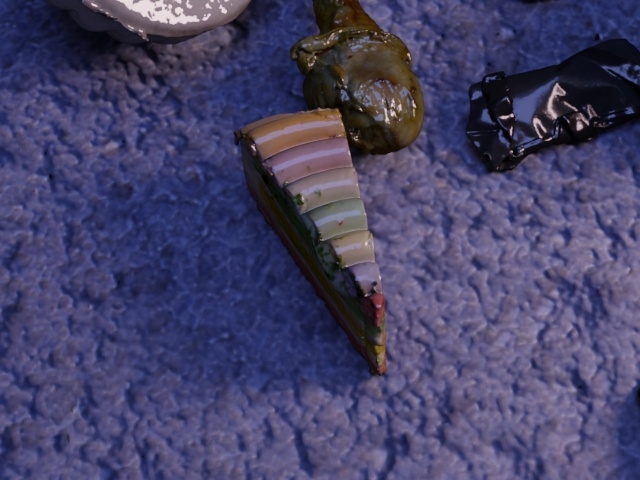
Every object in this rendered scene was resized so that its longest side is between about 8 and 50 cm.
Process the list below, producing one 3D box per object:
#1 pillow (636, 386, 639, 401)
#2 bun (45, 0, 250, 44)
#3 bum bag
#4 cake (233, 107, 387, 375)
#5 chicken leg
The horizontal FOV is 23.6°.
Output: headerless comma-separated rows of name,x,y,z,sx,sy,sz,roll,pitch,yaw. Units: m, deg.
pillow,0.296,0.163,1.194,0.091,0.055,0.135,4,58,5
bun,-0.187,-0.294,1.405,0.263,0.175,0.263,5,81,-36
bum bag,0.221,-0.129,1.370,0.198,0.049,0.087,-19,66,-12
cake,0.019,-0.009,1.263,0.090,0.109,0.225,-25,62,-15
chicken leg,0.023,-0.170,1.373,0.103,0.088,0.227,-22,65,2
